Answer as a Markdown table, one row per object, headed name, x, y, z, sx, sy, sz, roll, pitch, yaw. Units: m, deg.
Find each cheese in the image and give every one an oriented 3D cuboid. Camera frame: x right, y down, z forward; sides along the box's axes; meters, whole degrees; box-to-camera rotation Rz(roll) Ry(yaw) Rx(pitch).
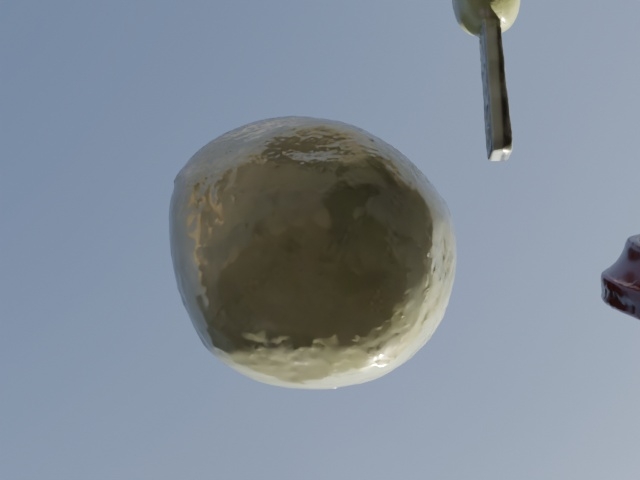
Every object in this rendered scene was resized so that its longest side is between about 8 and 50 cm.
| name | x | y | z | sx | sy | sz | roll | pitch | yaw |
| --- | --- | --- | --- | --- | --- | --- | --- | --- | --- |
| cheese | 0.126 | -0.174 | 1.084 | 0.050 | 0.127 | 0.235 | -2 | -101 | -1 |

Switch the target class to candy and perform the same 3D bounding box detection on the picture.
| name | x | y | z | sx | sy | sz | roll | pitch | yaw |
| --- | --- | --- | --- | --- | --- | --- | --- | --- | --- |
| candy | 0.000 | 0.000 | 1.293 | 0.295 | 0.185 | 0.295 | 18 | -125 | -28 |

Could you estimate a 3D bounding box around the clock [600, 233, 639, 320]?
| name | x | y | z | sx | sy | sz | roll | pitch | yaw |
| --- | --- | --- | --- | --- | --- | --- | --- | --- | --- |
| clock | 0.342 | 0.059 | 0.933 | 0.318 | 0.318 | 0.080 | 5 | -82 | -24 |
